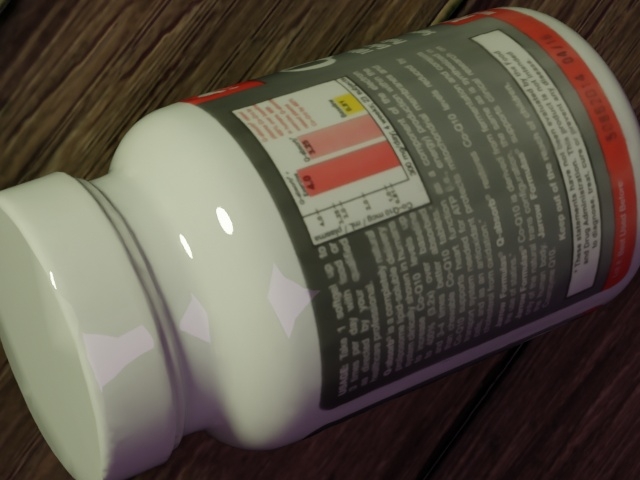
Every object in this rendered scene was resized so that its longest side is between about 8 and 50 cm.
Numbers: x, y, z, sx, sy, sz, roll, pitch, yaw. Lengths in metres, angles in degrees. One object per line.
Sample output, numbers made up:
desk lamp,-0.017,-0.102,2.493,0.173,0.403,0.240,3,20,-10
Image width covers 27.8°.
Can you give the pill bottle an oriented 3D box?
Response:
pill bottle,0.000,0.000,0.773,0.362,0.210,0.210,-20,117,-26
